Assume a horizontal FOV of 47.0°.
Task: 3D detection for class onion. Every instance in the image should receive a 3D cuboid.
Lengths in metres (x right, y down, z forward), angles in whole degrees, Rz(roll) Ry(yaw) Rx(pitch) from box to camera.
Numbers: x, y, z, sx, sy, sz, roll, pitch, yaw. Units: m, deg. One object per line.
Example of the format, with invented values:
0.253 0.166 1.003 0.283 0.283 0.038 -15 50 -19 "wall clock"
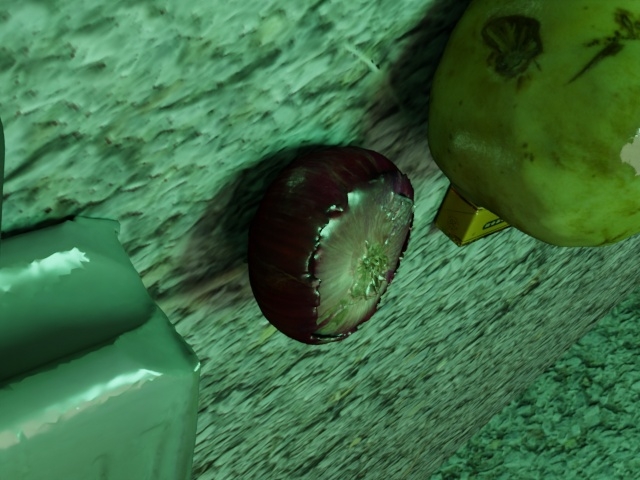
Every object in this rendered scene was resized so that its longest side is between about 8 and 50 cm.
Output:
0.010 0.000 0.841 0.248 0.161 0.248 -41 158 -20 "onion"

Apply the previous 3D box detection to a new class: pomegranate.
0.292 -0.155 0.840 0.333 0.332 0.332 -31 147 -22 "pomegranate"

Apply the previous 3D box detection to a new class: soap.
-0.338 0.202 0.624 0.435 0.213 0.350 -17 142 -37 "soap"

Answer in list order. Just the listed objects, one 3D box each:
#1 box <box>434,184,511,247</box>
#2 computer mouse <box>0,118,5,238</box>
0.280 -0.113 1.118 0.152 0.070 0.237 -18 139 -37 "box"
-0.275 0.001 0.490 0.120 0.057 0.232 4 82 -36 "computer mouse"
